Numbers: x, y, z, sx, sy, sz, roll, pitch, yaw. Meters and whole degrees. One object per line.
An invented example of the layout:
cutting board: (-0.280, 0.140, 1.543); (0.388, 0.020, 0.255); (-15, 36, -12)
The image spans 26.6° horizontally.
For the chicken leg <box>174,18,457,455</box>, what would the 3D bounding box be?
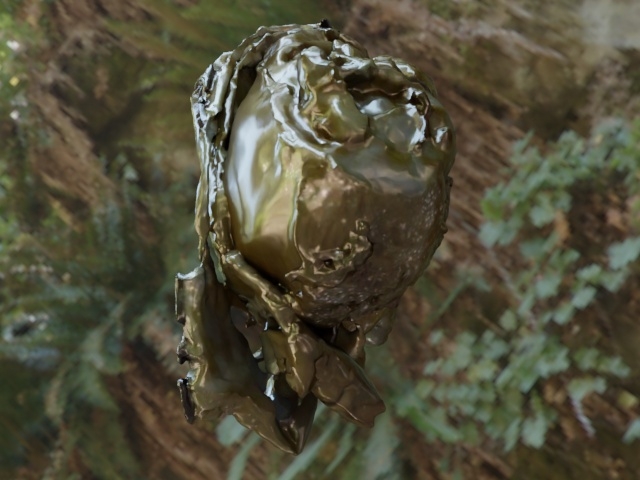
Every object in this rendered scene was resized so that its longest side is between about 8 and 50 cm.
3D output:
chicken leg: (0.000, -0.008, 0.433); (0.196, 0.080, 0.125); (-64, -24, -81)
